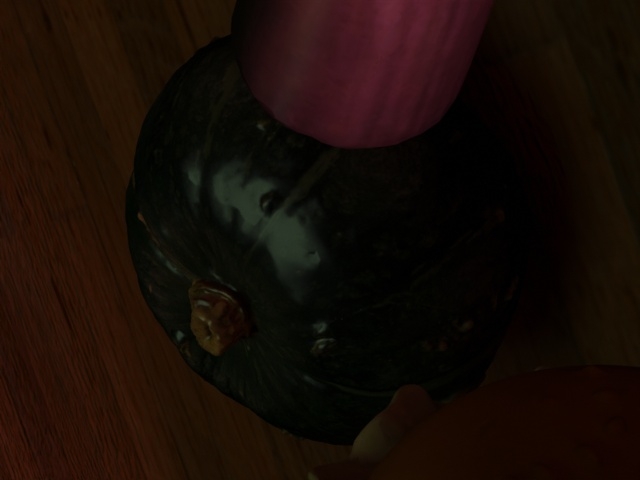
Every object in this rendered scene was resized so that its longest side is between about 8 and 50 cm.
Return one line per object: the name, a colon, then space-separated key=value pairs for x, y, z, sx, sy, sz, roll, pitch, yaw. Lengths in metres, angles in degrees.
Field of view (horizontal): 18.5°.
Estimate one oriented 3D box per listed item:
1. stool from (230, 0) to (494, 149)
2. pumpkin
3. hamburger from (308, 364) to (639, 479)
stool: x=0.065 y=-0.215 z=0.452 sx=0.310 sy=0.310 sz=0.226 roll=55 pitch=155 yaw=24
pumpkin: x=0.000 y=-0.001 z=0.834 sx=0.190 sy=0.146 sz=0.190 roll=34 pitch=162 yaw=13
hamburger: x=0.103 y=0.167 z=0.663 sx=0.274 sy=0.274 sz=0.212 roll=51 pitch=143 yaw=28
